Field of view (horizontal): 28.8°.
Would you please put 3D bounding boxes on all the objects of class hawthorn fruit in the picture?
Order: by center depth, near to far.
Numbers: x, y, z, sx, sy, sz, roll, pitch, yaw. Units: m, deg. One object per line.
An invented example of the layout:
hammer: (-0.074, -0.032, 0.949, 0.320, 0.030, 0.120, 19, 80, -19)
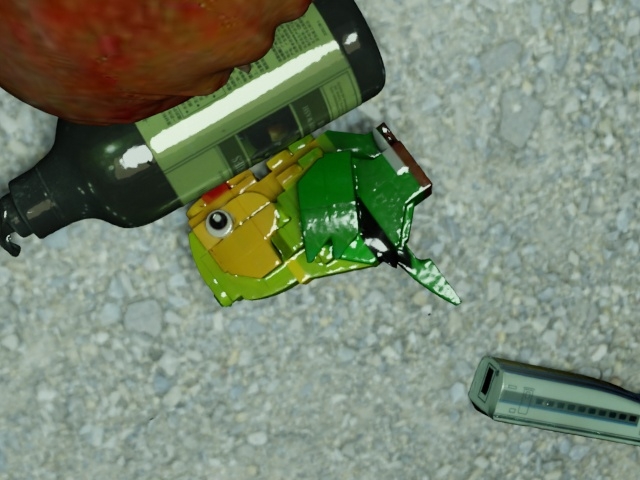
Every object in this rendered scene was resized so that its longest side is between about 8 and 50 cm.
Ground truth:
hawthorn fruit: (-0.113, -0.235, 0.686, 0.308, 0.308, 0.325, -36, 86, -2)

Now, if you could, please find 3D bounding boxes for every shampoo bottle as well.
shampoo bottle: (-0.098, -0.077, 0.839, 0.283, 0.101, 0.101, -30, 115, -5)

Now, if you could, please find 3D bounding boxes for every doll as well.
doll: (-0.001, -0.009, 0.885, 0.186, 0.106, 0.134, -8, 88, 4)

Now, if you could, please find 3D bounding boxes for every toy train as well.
toy train: (0.248, 0.143, 1.051, 0.251, 0.055, 0.048, 13, 96, -21)
